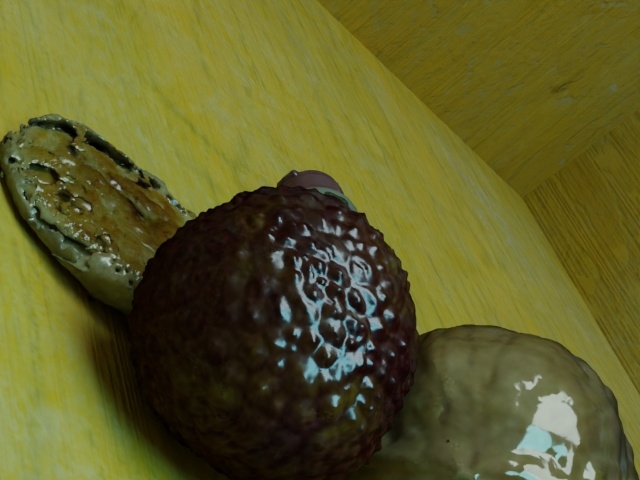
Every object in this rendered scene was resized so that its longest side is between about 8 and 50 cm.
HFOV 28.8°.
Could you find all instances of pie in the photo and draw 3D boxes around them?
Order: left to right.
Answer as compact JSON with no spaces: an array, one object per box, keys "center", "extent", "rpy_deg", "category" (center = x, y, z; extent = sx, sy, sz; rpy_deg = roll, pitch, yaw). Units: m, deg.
[{"center":[-0.195,-0.018,1.214],"extent":[0.274,0.055,0.274],"rpy_deg":[41,18,-16],"category":"pie"}]

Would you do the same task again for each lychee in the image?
[{"center":[-0.035,0.086,1.071],"extent":[0.260,0.260,0.261],"rpy_deg":[46,17,-18],"category":"lychee"}]

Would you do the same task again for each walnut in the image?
[{"center":[0.159,0.229,1.197],"extent":[0.306,0.306,0.344],"rpy_deg":[57,2,18],"category":"walnut"}]

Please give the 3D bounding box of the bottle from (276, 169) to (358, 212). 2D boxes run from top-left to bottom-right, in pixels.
[{"center":[0.000,0.000,1.587],"extent":[0.120,0.120,0.253],"rpy_deg":[43,19,-28],"category":"bottle"}]
